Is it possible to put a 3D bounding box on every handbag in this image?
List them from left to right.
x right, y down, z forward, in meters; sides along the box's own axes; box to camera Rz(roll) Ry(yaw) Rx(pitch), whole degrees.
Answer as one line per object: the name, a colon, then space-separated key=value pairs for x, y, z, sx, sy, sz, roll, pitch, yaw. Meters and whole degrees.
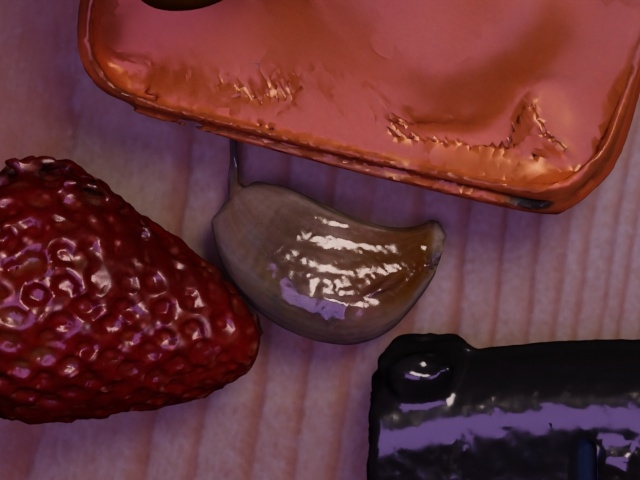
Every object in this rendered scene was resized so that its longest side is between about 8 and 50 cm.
handbag: x=0.044 y=-0.205 z=1.298 sx=0.410 sy=0.116 sz=0.303 roll=15 pitch=102 yaw=6

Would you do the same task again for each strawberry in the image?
strawberry: x=-0.164 y=0.050 z=1.352 sx=0.244 sy=0.205 sz=0.205 roll=13 pitch=103 yaw=-4

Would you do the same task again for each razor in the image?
razor: x=0.194 y=0.164 z=1.351 sx=0.326 sy=0.107 sz=0.189 roll=3 pitch=102 yaw=8

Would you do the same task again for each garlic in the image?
garlic: x=-0.012 y=0.004 z=1.375 sx=0.198 sy=0.090 sz=0.128 roll=27 pitch=89 yaw=10

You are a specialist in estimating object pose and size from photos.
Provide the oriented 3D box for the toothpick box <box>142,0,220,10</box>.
toothpick box: x=-0.003 y=-0.267 z=1.155 sx=0.294 sy=0.192 sz=0.192 roll=-21 pitch=97 yaw=17
